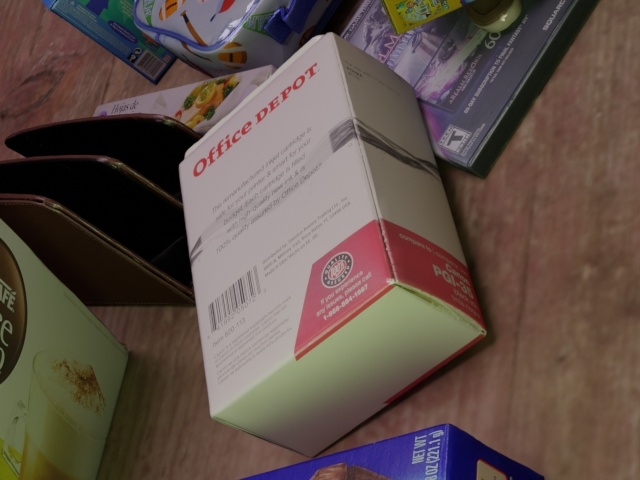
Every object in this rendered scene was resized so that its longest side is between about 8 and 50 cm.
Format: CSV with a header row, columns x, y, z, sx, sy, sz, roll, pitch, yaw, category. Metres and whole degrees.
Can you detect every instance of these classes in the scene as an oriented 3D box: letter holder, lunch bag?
x,y,z,sx,sy,sz,roll,pitch,yaw,category
-0.259,-0.047,1.521,0.301,0.214,0.152,-3,61,48,letter holder
-0.049,-0.291,1.563,0.243,0.115,0.303,27,83,51,lunch bag

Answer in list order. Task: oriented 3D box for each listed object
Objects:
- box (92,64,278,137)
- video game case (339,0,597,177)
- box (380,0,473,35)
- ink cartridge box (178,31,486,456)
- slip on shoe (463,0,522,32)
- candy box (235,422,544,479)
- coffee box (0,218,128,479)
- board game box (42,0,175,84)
x,y,z,sx,sy,sz,roll,pitch,yaw,category
-0.130,-0.116,1.537,0.324,0.067,0.063,-5,61,52,box
0.111,-0.177,1.367,0.196,0.026,0.274,-57,37,-2,video game case
0.128,-0.371,1.301,0.279,0.177,0.290,-24,42,4,box
0.000,0.000,1.256,0.207,0.117,0.283,-39,43,28,ink cartridge box
0.136,-0.232,1.324,0.051,0.041,0.135,-36,40,24,slip on shoe
-0.009,0.295,1.054,0.317,0.122,0.268,-22,48,38,candy box
-0.421,0.163,1.354,0.338,0.338,0.334,0,60,22,coffee box
-0.182,-0.301,1.678,0.210,0.160,0.047,-50,36,6,board game box
